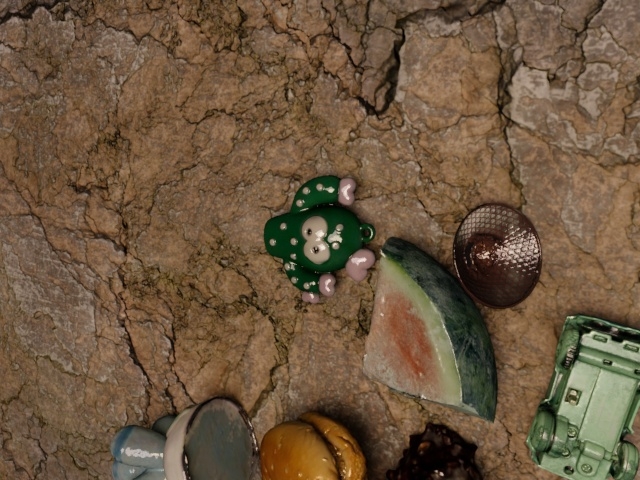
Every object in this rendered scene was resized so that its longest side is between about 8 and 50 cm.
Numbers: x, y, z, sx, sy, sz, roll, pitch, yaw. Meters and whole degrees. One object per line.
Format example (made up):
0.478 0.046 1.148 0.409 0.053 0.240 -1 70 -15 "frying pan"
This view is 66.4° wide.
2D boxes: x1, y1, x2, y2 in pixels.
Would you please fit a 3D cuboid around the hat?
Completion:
0.310 0.030 0.914 0.193 0.082 0.193 2 83 -18 "hat"

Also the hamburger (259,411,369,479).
-0.009 0.492 0.946 0.314 0.170 0.290 -21 81 62 "hamburger"

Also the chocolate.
0.226 0.459 0.961 0.224 0.206 0.177 9 53 10 "chocolate"

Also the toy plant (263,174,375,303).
0.001 -0.005 1.006 0.243 0.112 0.232 -30 81 26 "toy plant"

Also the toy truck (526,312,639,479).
0.456 0.268 0.829 0.155 0.156 0.279 16 99 19 "toy truck"

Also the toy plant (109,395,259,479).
-0.341 0.503 1.117 0.332 0.247 0.247 -21 86 25 "toy plant"

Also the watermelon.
0.174 0.191 0.917 0.258 0.228 0.387 -35 76 29 "watermelon"
